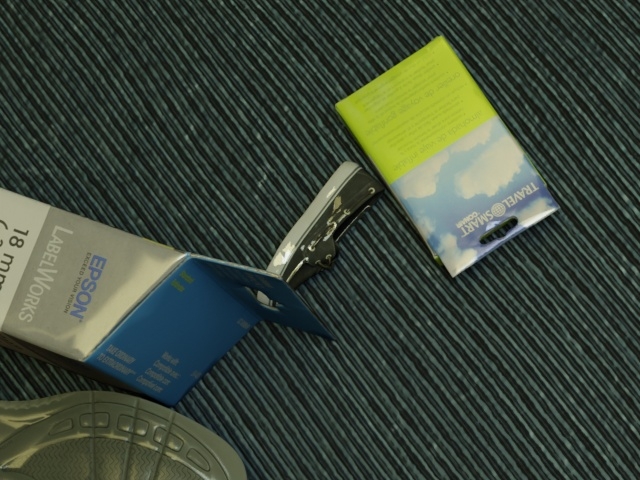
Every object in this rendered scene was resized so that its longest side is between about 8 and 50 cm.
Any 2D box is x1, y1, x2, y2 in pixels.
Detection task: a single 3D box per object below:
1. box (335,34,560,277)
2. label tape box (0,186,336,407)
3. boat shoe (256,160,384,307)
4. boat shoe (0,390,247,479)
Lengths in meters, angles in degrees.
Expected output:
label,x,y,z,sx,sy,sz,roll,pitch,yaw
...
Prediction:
label,x,y,z,sx,sy,sz,roll,pitch,yaw
box,0.104,-0.066,1.372,0.109,0.042,0.178,-33,73,2
label tape box,-0.177,0.049,1.294,0.334,0.240,0.106,18,80,14
boat shoe,0.000,0.000,1.374,0.040,0.049,0.142,32,82,16
boat shoe,-0.213,0.188,1.352,0.320,0.103,0.118,3,68,7
